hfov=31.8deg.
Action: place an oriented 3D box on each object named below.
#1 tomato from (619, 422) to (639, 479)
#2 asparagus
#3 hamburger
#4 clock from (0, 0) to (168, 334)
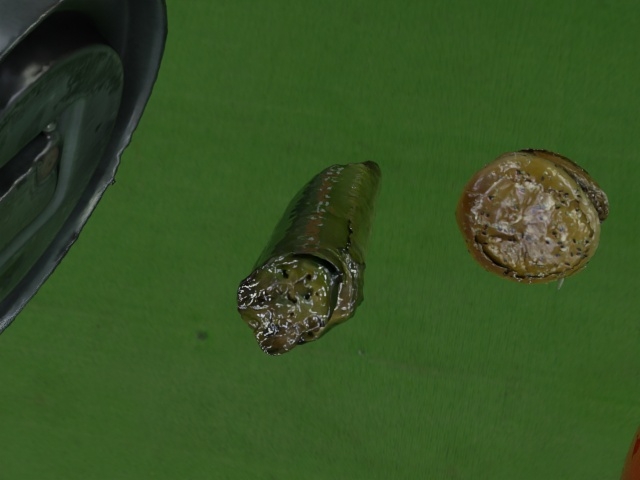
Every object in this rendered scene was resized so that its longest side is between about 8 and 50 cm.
[{"bbox_3d":[0.246,0.140,0.473,0.260,0.260,0.180,49,123,18],"label":"tomato"},{"bbox_3d":[0.000,0.000,1.245,0.128,0.382,0.108,-36,102,19],"label":"asparagus"},{"bbox_3d":[0.258,-0.021,1.355,0.177,0.113,0.185,-17,100,19],"label":"hamburger"},{"bbox_3d":[-0.207,-0.038,0.689,0.066,0.319,0.318,31,76,5],"label":"clock"}]
